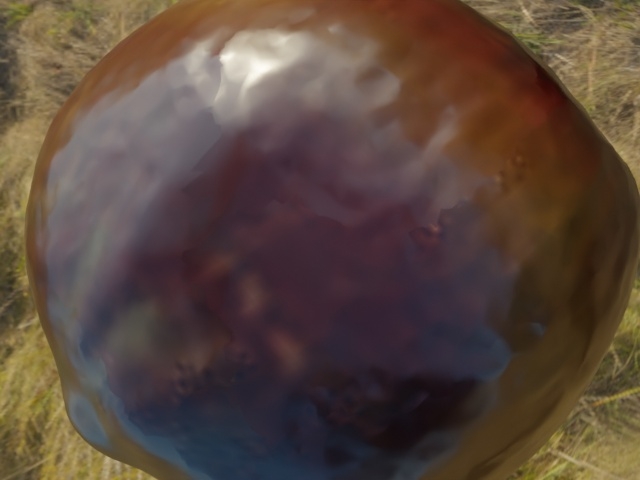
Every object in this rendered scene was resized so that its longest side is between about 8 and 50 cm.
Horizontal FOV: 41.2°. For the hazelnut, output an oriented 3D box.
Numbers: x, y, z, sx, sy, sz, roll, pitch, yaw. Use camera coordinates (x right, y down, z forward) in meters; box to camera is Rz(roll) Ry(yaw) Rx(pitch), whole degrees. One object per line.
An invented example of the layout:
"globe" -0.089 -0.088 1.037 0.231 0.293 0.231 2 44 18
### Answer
"hazelnut" 0.000 0.000 0.606 0.421 0.421 0.353 46 146 12
